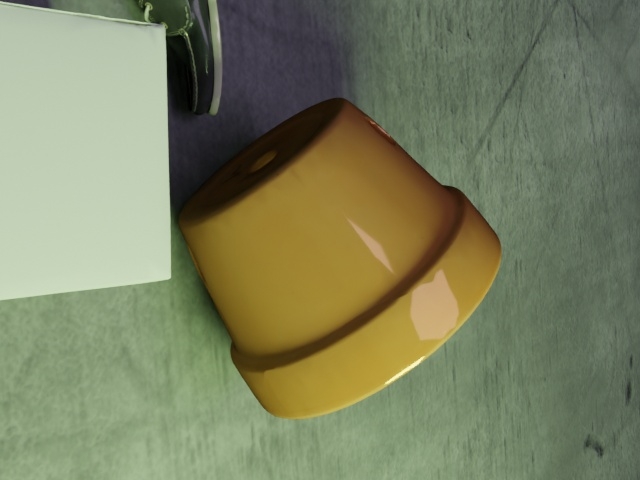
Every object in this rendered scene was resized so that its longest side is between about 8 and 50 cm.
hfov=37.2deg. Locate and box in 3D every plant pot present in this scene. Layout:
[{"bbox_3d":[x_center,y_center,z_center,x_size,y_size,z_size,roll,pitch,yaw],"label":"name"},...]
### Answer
[{"bbox_3d":[0.000,0.000,0.924,0.203,0.291,0.291,54,51,-18],"label":"plant pot"}]

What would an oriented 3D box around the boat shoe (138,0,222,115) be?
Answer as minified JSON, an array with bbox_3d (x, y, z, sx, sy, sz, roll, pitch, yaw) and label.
[{"bbox_3d":[-0.137,-0.230,0.898,0.079,0.084,0.233,-12,112,-12],"label":"boat shoe"}]

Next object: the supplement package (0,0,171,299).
[{"bbox_3d":[-0.253,-0.063,0.688,0.261,0.145,0.204,-5,95,-51],"label":"supplement package"}]
